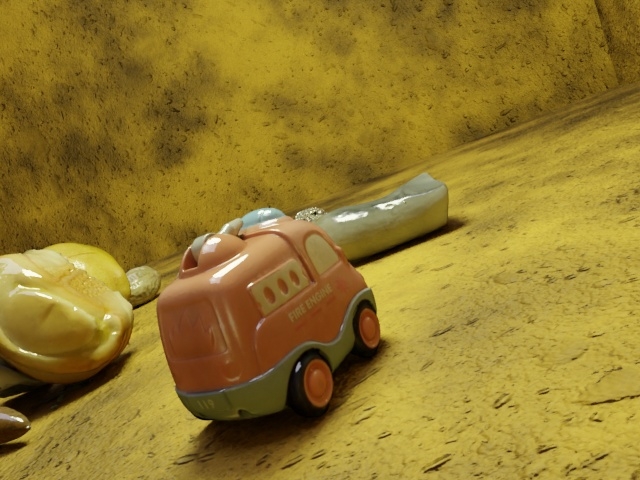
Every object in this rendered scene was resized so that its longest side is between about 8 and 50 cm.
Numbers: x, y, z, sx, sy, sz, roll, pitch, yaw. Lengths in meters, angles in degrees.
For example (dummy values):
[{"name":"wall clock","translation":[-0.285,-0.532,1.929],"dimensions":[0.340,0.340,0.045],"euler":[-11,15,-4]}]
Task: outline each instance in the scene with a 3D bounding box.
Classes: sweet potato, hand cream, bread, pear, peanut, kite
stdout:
[{"name":"sweet potato","translation":[-0.629,0.336,0.972],"dimensions":[0.341,0.092,0.114],"euler":[-21,34,7]},{"name":"hand cream","translation":[-0.635,0.284,1.126],"dimensions":[0.121,0.076,0.336],"euler":[-14,-16,-11]},{"name":"bread","translation":[-0.549,0.167,1.142],"dimensions":[0.211,0.315,0.270],"euler":[-57,10,2]},{"name":"pear","translation":[-0.669,0.157,1.506],"dimensions":[0.314,0.314,0.314],"euler":[-21,9,3]},{"name":"peanut","translation":[-0.641,0.177,1.841],"dimensions":[0.298,0.120,0.136],"euler":[-33,9,-41]},{"name":"kite","translation":[-0.510,0.305,1.125],"dimensions":[0.139,0.011,0.156],"euler":[-26,8,-11]}]

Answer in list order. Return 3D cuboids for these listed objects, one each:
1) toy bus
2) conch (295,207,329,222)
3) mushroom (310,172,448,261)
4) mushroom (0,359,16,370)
[{"name":"toy bus","translation":[-0.072,0.084,0.714],"dimensions":[0.194,0.232,0.287],"euler":[-18,11,36]},{"name":"conch","translation":[0.000,0.000,1.443],"dimensions":[0.245,0.163,0.178],"euler":[-4,50,14]},{"name":"mushroom","translation":[0.094,-0.031,1.285],"dimensions":[0.397,0.126,0.177],"euler":[-21,23,0]},{"name":"mushroom","translation":[-0.882,0.312,1.565],"dimensions":[0.117,0.141,0.188],"euler":[2,15,5]}]
